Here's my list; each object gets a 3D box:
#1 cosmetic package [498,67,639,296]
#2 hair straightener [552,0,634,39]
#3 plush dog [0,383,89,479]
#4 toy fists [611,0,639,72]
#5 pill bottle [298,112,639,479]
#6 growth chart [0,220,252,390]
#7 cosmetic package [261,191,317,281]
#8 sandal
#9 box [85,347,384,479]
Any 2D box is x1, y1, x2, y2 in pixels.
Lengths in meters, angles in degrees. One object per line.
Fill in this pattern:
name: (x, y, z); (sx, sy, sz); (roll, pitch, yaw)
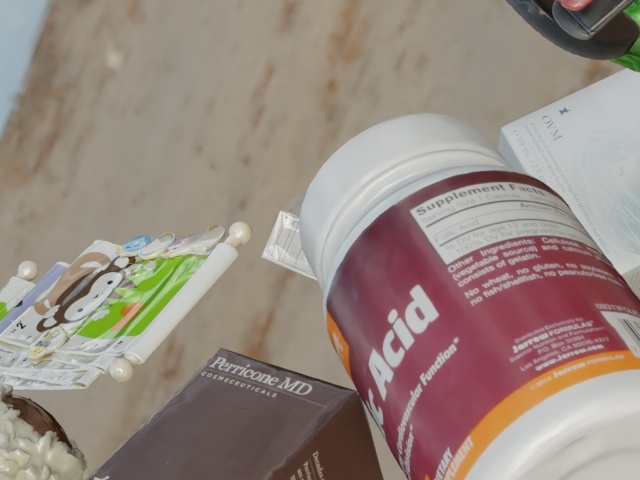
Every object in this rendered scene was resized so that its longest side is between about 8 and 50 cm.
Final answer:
cosmetic package: (0.355, -0.063, 2.267); (0.224, 0.225, 0.138); (62, 171, 19)
hair straightener: (0.248, -0.215, 1.315); (0.230, 0.089, 0.047); (-42, 62, -7)
plush dog: (-0.278, 0.176, 1.020); (0.225, 0.262, 0.210); (13, 101, 27)
toy fists: (0.274, -0.251, 1.887); (0.142, 0.279, 0.096); (-27, 37, 61)
pill bottle: (0.135, 0.081, 1.524); (0.224, 0.224, 0.392); (-58, 37, 22)
growth chart: (-0.164, 0.049, 1.345); (0.237, 0.021, 0.172); (-8, 36, 40)
cosmetic package: (0.000, 0.000, 2.135); (0.239, 0.099, 0.060); (-52, -13, -82)
sandal: (0.165, -0.239, 1.588); (0.054, 0.254, 0.097); (-44, 12, 35)
box: (-0.126, 0.285, 1.893); (0.191, 0.143, 0.381); (14, 42, 35)
